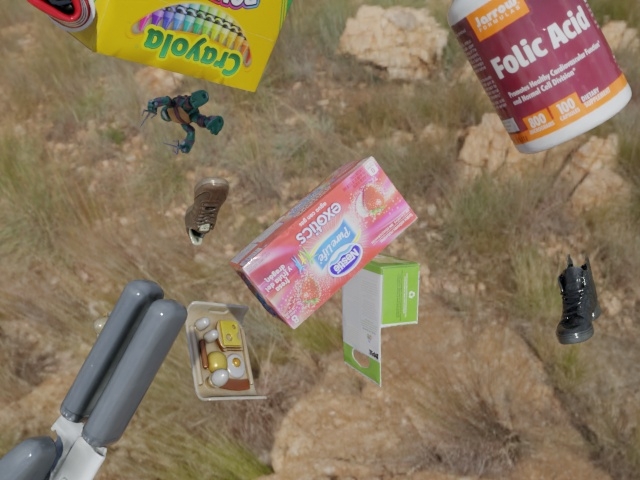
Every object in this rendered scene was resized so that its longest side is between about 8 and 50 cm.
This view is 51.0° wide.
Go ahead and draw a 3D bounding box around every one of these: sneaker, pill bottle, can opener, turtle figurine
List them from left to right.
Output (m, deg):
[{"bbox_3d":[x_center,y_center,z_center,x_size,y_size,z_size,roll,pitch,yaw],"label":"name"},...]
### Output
[{"bbox_3d":[-0.369,-0.360,0.827,0.087,0.221,0.128,-48,21,-2],"label":"sneaker"},{"bbox_3d":[-0.228,0.168,0.656,0.074,0.093,0.280,35,95,24],"label":"can opener"},{"bbox_3d":[-0.353,-0.311,1.681,0.234,0.175,0.118,0,60,42],"label":"turtle figurine"},{"bbox_3d":[-0.212,-0.053,1.275,0.066,0.188,0.071,0,67,-22],"label":"sneaker"},{"bbox_3d":[0.368,-0.375,1.205,0.224,0.392,0.224,-31,9,5],"label":"pill bottle"},{"bbox_3d":[0.361,0.079,0.954,0.051,0.089,0.170,-15,6,35],"label":"sneaker"}]

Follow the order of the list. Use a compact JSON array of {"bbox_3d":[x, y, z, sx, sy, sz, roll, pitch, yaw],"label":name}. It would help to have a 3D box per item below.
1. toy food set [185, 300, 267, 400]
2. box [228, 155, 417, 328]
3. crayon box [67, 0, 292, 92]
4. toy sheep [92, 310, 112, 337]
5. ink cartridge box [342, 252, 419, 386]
[{"bbox_3d":[-0.280,0.337,2.037,0.092,0.219,0.306,-33,60,38],"label":"toy food set"},{"bbox_3d":[0.000,0.000,1.197,0.300,0.142,0.154,-41,13,-13],"label":"box"},{"bbox_3d":[-0.189,-0.425,1.065,0.106,0.313,0.362,34,20,29],"label":"crayon box"},{"bbox_3d":[-0.382,0.181,1.301,0.091,0.132,0.091,-25,48,31],"label":"toy sheep"},{"bbox_3d":[0.127,0.166,1.479,0.096,0.255,0.188,-4,9,-24],"label":"ink cartridge box"}]
